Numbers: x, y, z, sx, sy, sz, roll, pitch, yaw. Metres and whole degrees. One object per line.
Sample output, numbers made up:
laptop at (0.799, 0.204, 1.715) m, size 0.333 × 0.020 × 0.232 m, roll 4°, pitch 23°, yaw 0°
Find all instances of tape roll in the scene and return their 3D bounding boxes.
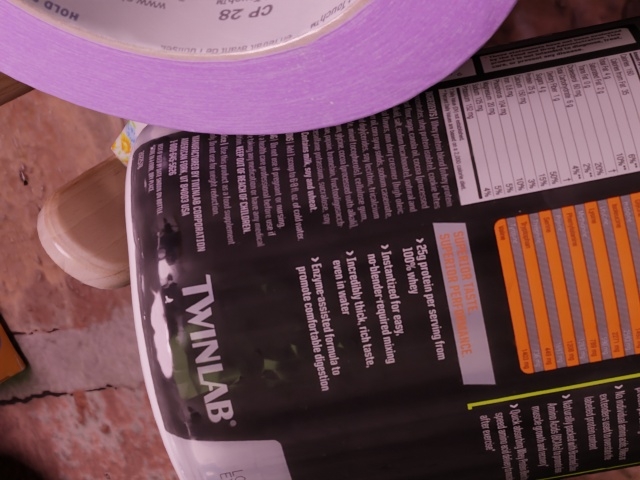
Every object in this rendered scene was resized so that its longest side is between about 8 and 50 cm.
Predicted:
tape roll at (-0.053, -0.158, 0.472) m, size 0.274 × 0.090 × 0.275 m, roll 9°, pitch 146°, yaw 6°

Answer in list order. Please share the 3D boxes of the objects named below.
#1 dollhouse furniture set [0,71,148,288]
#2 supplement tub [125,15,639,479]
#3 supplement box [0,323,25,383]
dollhouse furniture set at (-0.154, -0.208, 0.650) m, size 0.394 × 0.256 × 0.362 m, roll 43°, pitch 127°, yaw 5°
supplement tub at (0.088, 0.010, 0.607) m, size 0.316 × 0.193 × 0.194 m, roll -10°, pitch 110°, yaw 5°
supplement box at (-0.329, 0.106, 1.020) m, size 0.233 × 0.078 × 0.080 m, roll -19°, pitch 101°, yaw 35°
